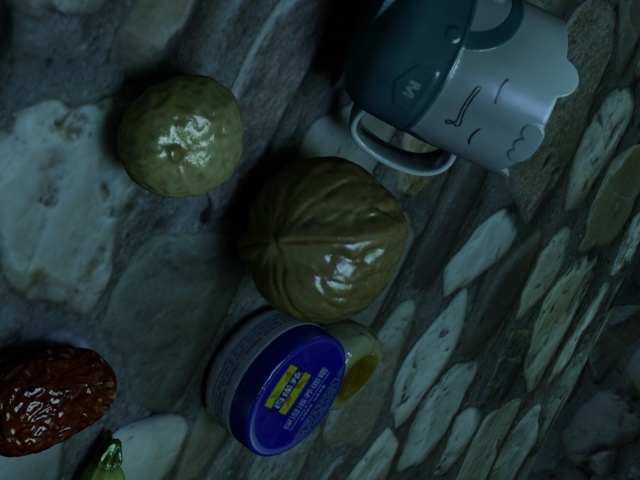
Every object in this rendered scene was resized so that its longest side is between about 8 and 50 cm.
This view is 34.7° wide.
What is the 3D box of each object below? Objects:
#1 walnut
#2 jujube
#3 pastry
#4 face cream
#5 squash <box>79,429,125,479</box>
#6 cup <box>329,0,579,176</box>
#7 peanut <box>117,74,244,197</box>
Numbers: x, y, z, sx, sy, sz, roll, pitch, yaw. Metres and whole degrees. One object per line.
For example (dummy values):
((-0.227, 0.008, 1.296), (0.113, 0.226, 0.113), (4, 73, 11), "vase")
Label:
((0.000, 0.000, 1.354), (0.228, 0.228, 0.228), (-35, 141, -35), "walnut")
((-0.309, 0.176, 1.158), (0.112, 0.109, 0.176), (-34, 172, 32), "jujube")
((0.030, 0.201, 1.671), (0.156, 0.092, 0.156), (-31, 137, -34), "pastry")
((-0.069, 0.205, 1.512), (0.206, 0.111, 0.206), (-34, 139, -35), "face cream")
((-0.292, 0.355, 1.361), (0.094, 0.094, 0.224), (-11, 116, -51), "squash")
((0.155, -0.208, 1.339), (0.219, 0.258, 0.289), (-81, -162, -47), "cup")
((-0.151, -0.113, 1.130), (0.159, 0.109, 0.140), (-27, 122, -48), "peanut")
